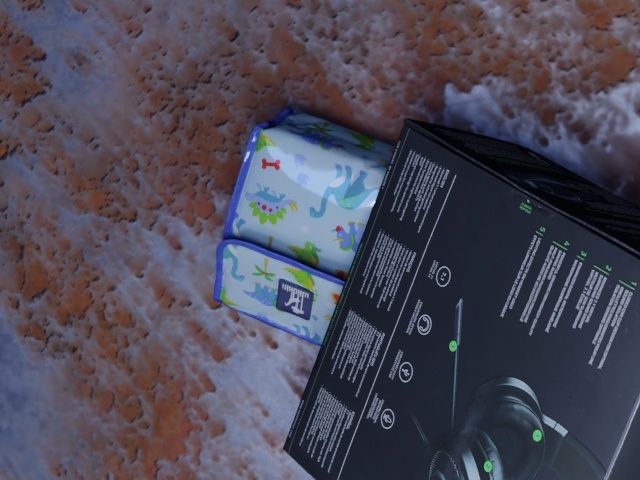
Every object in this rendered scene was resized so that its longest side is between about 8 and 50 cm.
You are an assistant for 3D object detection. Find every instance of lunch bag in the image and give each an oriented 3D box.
[{"bbox_3d":[0.000,0.000,1.133,0.129,0.096,0.151,23,112,11],"label":"lunch bag"}]

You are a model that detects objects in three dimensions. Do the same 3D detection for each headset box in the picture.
[{"bbox_3d":[0.136,0.092,0.991,0.283,0.131,0.246,34,109,49],"label":"headset box"}]
